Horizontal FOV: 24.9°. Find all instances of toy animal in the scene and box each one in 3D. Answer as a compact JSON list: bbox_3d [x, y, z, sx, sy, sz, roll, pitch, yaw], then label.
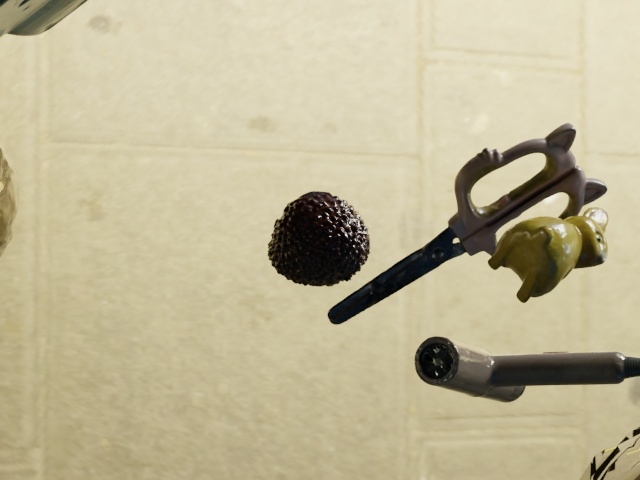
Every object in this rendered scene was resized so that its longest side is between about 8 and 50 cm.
[{"bbox_3d":[0.244,0.001,1.417,0.159,0.083,0.070,-16,59,-43],"label":"toy animal"}]

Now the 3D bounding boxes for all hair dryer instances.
[{"bbox_3d":[0.236,0.136,1.511,0.195,0.220,0.053,20,70,-58],"label":"hair dryer"}]

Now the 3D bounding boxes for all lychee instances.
[{"bbox_3d":[-0.001,0.000,1.775,0.123,0.129,0.123,-15,116,-33],"label":"lychee"}]

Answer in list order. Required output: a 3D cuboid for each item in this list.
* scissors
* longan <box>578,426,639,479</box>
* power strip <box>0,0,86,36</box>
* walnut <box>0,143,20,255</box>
[{"bbox_3d":[0.144,0.000,1.497,0.318,0.024,0.160,-33,126,4],"label":"scissors"},{"bbox_3d":[0.322,0.255,0.819,0.436,0.404,0.403,-5,89,9],"label":"longan"},{"bbox_3d":[-0.353,-0.294,1.569,0.229,0.261,0.141,-33,96,16],"label":"power strip"},{"bbox_3d":[-0.443,-0.047,1.590,0.225,0.261,0.224,-10,113,-26],"label":"walnut"}]
